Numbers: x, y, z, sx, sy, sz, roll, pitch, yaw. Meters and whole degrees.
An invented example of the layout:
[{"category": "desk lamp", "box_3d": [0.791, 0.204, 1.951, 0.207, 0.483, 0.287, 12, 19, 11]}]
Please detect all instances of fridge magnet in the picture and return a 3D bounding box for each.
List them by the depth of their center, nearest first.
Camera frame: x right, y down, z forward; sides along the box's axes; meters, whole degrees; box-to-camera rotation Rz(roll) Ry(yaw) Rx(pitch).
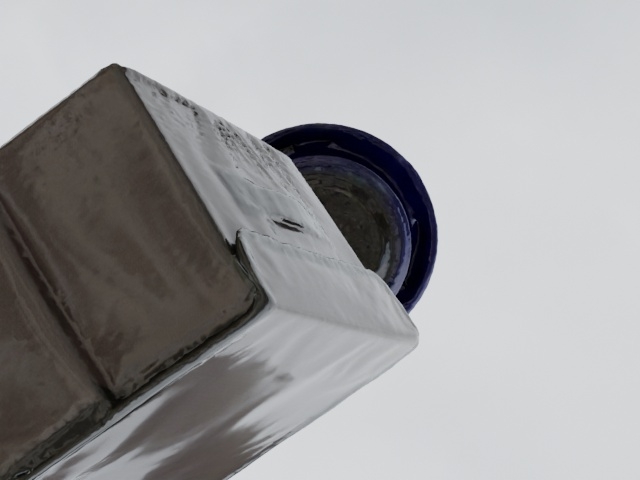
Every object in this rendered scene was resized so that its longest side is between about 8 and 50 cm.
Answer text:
[{"category": "fridge magnet", "box_3d": [0.000, 0.000, 1.430, 0.265, 0.266, 0.113, -8, -171, 2]}]

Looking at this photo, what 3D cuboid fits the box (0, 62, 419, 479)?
[{"category": "box", "box_3d": [-0.085, 0.036, 0.684, 0.188, 0.252, 0.153, -36, -107, 14]}]
